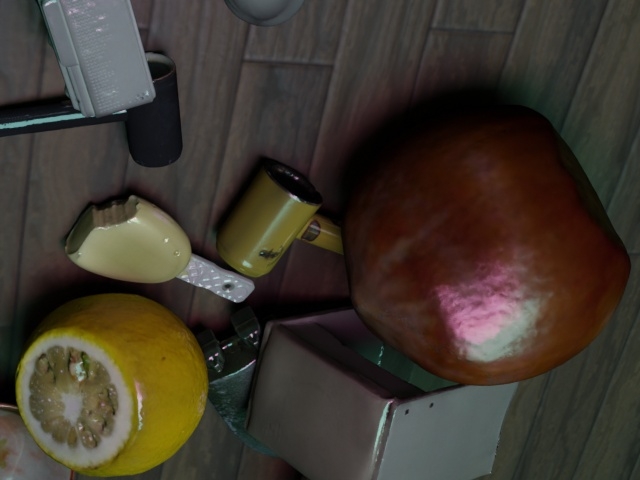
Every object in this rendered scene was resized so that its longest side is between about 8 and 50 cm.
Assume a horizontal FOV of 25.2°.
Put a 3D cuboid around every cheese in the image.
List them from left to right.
[{"bbox_3d":[-0.195,0.021,1.849,0.255,0.050,0.127,24,123,-29],"label":"cheese"}]

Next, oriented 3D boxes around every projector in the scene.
[{"bbox_3d":[-0.265,-0.281,1.533,0.099,0.192,0.256,-19,129,-9],"label":"projector"}]

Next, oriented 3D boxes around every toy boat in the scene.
[{"bbox_3d":[-0.077,0.221,2.035,0.141,0.092,0.319,-30,137,-2],"label":"toy boat"}]

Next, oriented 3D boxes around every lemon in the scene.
[{"bbox_3d":[-0.256,0.180,1.849,0.219,0.240,0.240,-19,143,-60],"label":"lemon"}]

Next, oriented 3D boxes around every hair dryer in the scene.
[{"bbox_3d":[-0.293,-0.140,1.716,0.255,0.070,0.128,-9,127,-6],"label":"hair dryer"},{"bbox_3d":[0.000,0.000,1.914,0.279,0.090,0.135,19,114,-38],"label":"hair dryer"}]

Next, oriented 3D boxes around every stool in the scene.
[{"bbox_3d":[0.079,0.214,1.920,0.270,0.244,0.170,-8,119,-45],"label":"stool"}]

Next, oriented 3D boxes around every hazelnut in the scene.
[{"bbox_3d":[0.209,0.013,1.836,0.366,0.366,0.365,-11,127,-14],"label":"hazelnut"}]

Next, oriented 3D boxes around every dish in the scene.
[{"bbox_3d":[-0.470,0.301,1.937,0.260,0.085,0.260,-11,125,-16],"label":"dish"}]

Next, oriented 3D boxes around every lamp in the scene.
[{"bbox_3d":[-0.065,-0.300,1.655,0.105,0.105,0.105,-11,127,-14],"label":"lamp"}]

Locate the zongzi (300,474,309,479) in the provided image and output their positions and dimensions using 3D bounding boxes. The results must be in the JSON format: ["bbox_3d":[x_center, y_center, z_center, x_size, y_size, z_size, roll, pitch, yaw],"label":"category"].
[{"bbox_3d":[0.048,0.366,2.184,0.125,0.274,0.251,12,160,16],"label":"zongzi"}]
